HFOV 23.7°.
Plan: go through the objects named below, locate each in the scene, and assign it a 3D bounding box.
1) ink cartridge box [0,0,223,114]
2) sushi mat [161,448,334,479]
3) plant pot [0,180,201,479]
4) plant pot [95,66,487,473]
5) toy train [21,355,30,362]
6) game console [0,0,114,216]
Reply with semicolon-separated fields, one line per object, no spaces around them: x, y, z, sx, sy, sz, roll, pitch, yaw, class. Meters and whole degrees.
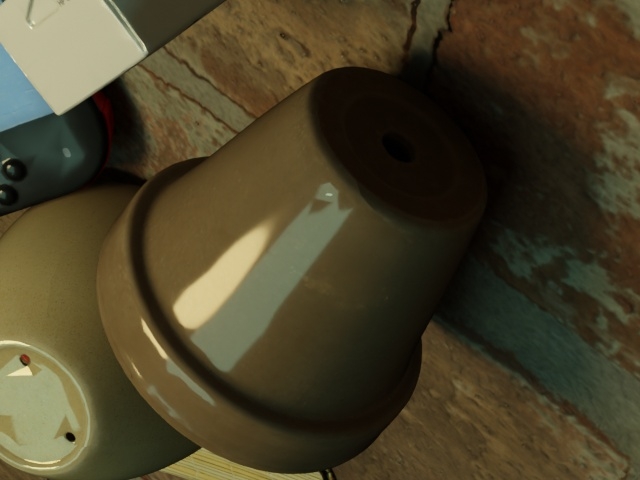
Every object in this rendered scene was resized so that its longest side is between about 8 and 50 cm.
-0.105;-0.185;1.024;0.086;0.203;0.148;53;147;-10;ink cartridge box
-0.100;0.231;1.640;0.316;0.019;0.151;11;133;43;sushi mat
-0.220;0.109;1.386;0.284;0.191;0.284;8;114;20;plant pot
0.000;0.000;1.105;0.263;0.263;0.229;44;129;5;plant pot
-0.196;0.137;1.582;0.248;0.105;0.143;18;148;37;toy train
-0.395;-0.176;1.340;0.342;0.060;0.386;-19;115;15;game console
